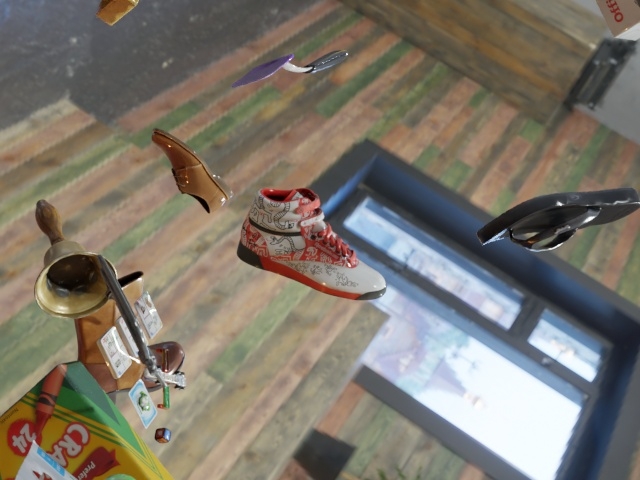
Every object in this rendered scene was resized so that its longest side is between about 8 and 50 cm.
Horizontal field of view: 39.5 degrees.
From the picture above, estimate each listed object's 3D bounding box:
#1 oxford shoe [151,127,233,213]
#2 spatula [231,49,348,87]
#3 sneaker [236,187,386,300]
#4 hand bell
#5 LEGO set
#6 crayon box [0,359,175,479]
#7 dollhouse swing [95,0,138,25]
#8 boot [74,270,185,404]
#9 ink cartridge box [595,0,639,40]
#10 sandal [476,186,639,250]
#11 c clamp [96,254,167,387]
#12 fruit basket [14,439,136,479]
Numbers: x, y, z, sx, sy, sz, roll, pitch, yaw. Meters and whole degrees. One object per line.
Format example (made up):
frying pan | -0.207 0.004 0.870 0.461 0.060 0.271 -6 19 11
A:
oxford shoe | -0.269 -0.138 1.789 0.076 0.212 0.076 -49 -157 -14
spatula | -0.035 -0.272 1.387 0.084 0.030 0.296 -11 -172 33
sneaker | -0.001 0.000 1.516 0.090 0.270 0.145 -68 175 -67
hand bell | -0.424 0.006 1.441 0.126 0.242 0.126 -17 130 -21
LEGO set | -0.319 0.240 1.608 0.060 0.244 0.182 -14 -160 22
crayon box | -0.316 0.349 1.211 0.202 0.318 0.081 -42 172 3
dollhouse swing | -0.470 -0.468 1.380 0.305 0.347 0.315 -31 -143 41
boot | -0.373 0.174 1.754 0.264 0.096 0.280 -16 128 -36
ink cartridge box | 0.626 -0.518 1.616 0.273 0.197 0.114 -31 167 40
sandal | 0.328 -0.025 1.185 0.255 0.054 0.097 -9 161 -22
c clamp | -0.241 0.098 1.109 0.022 0.160 0.137 -26 157 -14
fruit basket | -0.142 0.317 0.855 0.165 0.353 0.327 -43 -174 -14
